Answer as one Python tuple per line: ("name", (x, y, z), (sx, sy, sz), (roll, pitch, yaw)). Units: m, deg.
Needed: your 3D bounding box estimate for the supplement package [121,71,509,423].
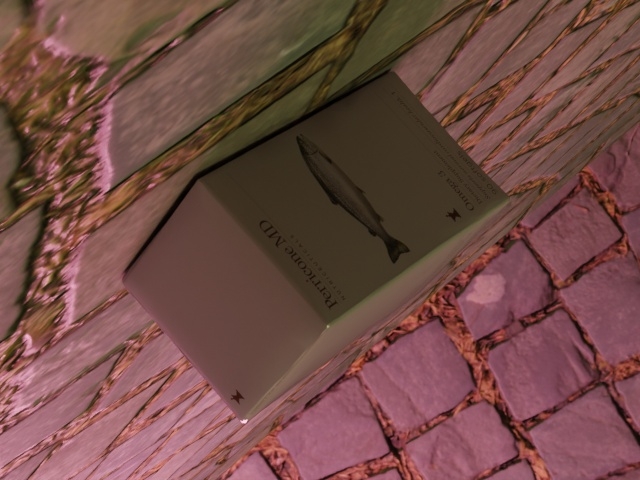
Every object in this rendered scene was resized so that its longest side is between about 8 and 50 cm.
("supplement package", (0.000, 0.000, 0.913), (0.179, 0.105, 0.105), (-34, 169, -45))
